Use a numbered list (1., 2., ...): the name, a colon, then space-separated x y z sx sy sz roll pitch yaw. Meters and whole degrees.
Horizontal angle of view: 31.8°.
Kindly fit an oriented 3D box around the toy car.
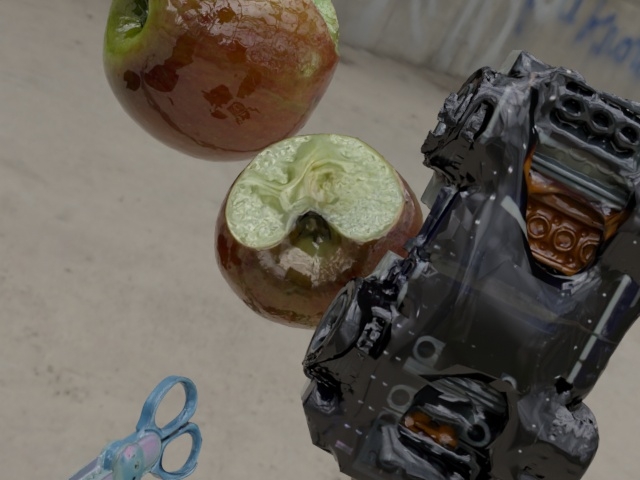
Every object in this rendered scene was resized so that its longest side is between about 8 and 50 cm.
1. toy car: 0.109 0.036 0.710 0.193 0.301 0.118 29 9 -8

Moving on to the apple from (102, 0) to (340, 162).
1. apple: -0.145 -0.287 1.634 0.340 0.339 0.339 22 22 -10

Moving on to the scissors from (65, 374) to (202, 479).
1. scissors: -0.218 0.247 1.243 0.030 0.125 0.256 8 23 33

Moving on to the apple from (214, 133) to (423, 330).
1. apple: 0.000 0.000 1.049 0.195 0.160 0.173 -9 32 0
